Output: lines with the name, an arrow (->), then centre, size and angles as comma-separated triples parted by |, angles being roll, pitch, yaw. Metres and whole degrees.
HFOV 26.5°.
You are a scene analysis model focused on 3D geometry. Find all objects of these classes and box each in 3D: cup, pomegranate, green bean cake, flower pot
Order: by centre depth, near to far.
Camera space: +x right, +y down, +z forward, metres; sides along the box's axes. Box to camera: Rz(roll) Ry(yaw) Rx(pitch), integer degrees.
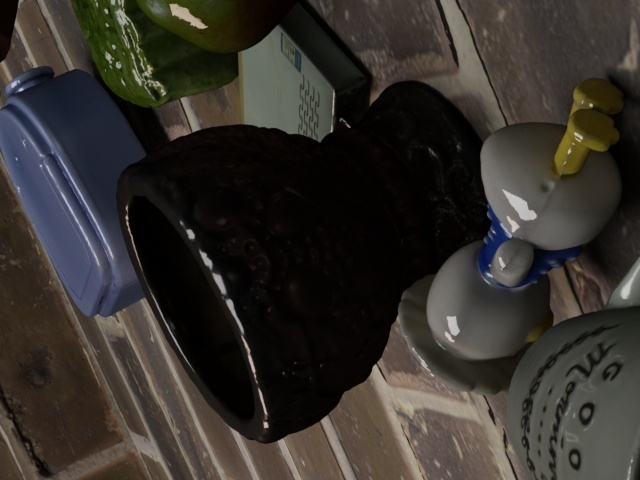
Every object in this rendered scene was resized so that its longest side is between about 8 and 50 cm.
cup -> 0.233, 0.092, 0.882 | 0.234, 0.186, 0.258 | -153, 70, -72
flower pot -> 0.000, 0.000, 1.159 | 0.266, 0.267, 0.267 | 50, 157, 30
pomegranate -> -0.099, -0.255, 1.229 | 0.180, 0.180, 0.209 | 65, 162, -5
green bean cake -> -0.201, -0.264, 1.536 | 0.248, 0.125, 0.222 | 22, 135, 61

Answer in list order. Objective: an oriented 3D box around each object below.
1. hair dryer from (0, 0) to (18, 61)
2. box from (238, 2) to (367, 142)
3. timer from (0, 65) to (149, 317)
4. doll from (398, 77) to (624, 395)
hair dryer -> -0.335, -0.331, 1.517 | 0.312, 0.123, 0.341 | -15, 70, 48
box -> -0.020, -0.121, 1.381 | 0.211, 0.045, 0.270 | 51, 156, 31
timer -> -0.342, -0.091, 2.029 | 0.395, 0.173, 0.395 | 52, 159, 30
doll -> 0.141, 0.012, 0.990 | 0.119, 0.138, 0.293 | 29, 132, 4
